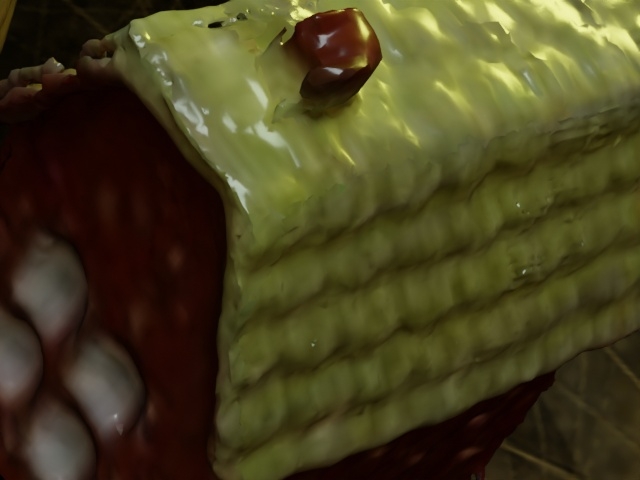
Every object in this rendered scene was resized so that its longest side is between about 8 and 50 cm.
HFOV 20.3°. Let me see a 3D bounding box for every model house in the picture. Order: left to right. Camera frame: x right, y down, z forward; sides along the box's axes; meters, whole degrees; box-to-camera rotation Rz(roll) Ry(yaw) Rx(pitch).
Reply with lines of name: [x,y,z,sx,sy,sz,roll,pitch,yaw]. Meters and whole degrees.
model house: [0.000,0.000,0.591,0.196,0.254,0.160,-19,69,-34]

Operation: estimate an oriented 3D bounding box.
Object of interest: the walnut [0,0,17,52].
walnut: [-0.221,-0.103,0.661,0.228,0.228,0.228,5,57,-8]
